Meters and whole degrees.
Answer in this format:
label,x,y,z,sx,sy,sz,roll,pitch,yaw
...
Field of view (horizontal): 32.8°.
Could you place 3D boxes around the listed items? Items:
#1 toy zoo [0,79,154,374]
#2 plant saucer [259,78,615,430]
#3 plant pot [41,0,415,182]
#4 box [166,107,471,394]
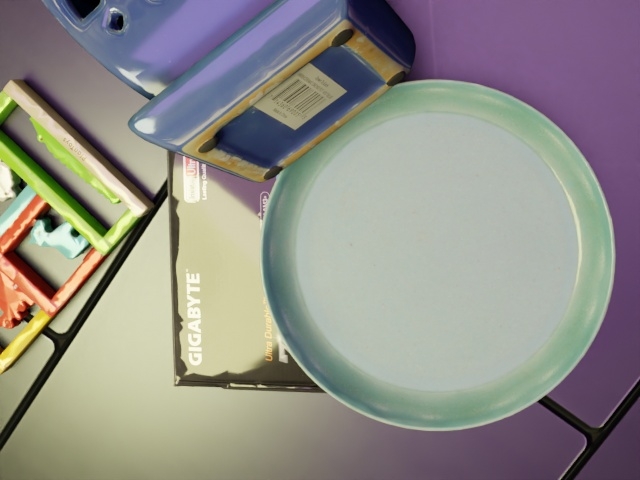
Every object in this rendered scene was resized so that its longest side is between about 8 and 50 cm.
label,x,y,z,sx,sy,sz,roll,pitch,yaw
toy zoo,-0.337,0.005,1.129,0.192,0.030,0.293,43,102,1
plant saucer,0.104,0.014,0.990,0.317,0.044,0.317,1,96,7
plant pot,-0.065,-0.188,0.892,0.236,0.236,0.212,-35,73,13
box,0.000,0.000,1.061,0.293,0.073,0.295,1,98,7
